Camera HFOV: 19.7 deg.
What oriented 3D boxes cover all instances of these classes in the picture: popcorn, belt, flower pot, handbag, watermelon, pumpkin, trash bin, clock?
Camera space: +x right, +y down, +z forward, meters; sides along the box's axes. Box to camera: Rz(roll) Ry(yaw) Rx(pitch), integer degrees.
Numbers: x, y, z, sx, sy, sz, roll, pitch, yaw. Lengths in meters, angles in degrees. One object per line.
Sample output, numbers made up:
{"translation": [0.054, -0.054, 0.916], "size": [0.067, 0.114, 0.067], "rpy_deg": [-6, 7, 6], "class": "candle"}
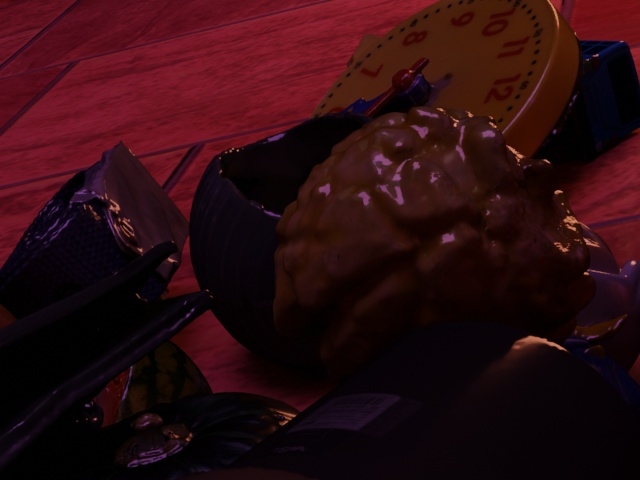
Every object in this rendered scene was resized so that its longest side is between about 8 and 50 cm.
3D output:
{"translation": [0.060, 0.015, 0.957], "size": [0.173, 0.173, 0.142], "rpy_deg": [-23, 45, -17], "class": "popcorn"}
{"translation": [-0.173, 0.021, 1.476], "size": [0.139, 0.126, 0.230], "rpy_deg": [-44, 10, 9], "class": "belt"}
{"translation": [0.000, 0.000, 1.345], "size": [0.189, 0.157, 0.243], "rpy_deg": [-16, 17, -3], "class": "flower pot"}
{"translation": [-0.198, 0.118, 1.037], "size": [0.260, 0.079, 0.247], "rpy_deg": [-38, -4, -43], "class": "handbag"}
{"translation": [-0.126, 0.097, 1.314], "size": [0.087, 0.069, 0.163], "rpy_deg": [-18, 16, -6], "class": "watermelon"}
{"translation": [-0.075, 0.157, 0.986], "size": [0.202, 0.140, 0.202], "rpy_deg": [-18, 18, 6], "class": "pumpkin"}
{"translation": [0.011, 0.173, 0.765], "size": [0.214, 0.214, 0.334], "rpy_deg": [-7, 14, 28], "class": "trash bin"}
{"translation": [0.083, -0.117, 1.578], "size": [0.293, 0.071, 0.277], "rpy_deg": [-10, 44, 41], "class": "clock"}

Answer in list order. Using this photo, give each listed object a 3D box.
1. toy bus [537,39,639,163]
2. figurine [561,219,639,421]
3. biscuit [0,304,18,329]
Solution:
{"translation": [0.192, -0.130, 1.658], "size": [0.106, 0.090, 0.185], "rpy_deg": [-30, 24, -31], "class": "toy bus"}
{"translation": [0.144, 0.071, 1.085], "size": [0.194, 0.133, 0.274], "rpy_deg": [-13, 31, -20], "class": "figurine"}
{"translation": [-0.341, 0.110, 1.516], "size": [0.262, 0.037, 0.262], "rpy_deg": [-14, 18, 5], "class": "biscuit"}
